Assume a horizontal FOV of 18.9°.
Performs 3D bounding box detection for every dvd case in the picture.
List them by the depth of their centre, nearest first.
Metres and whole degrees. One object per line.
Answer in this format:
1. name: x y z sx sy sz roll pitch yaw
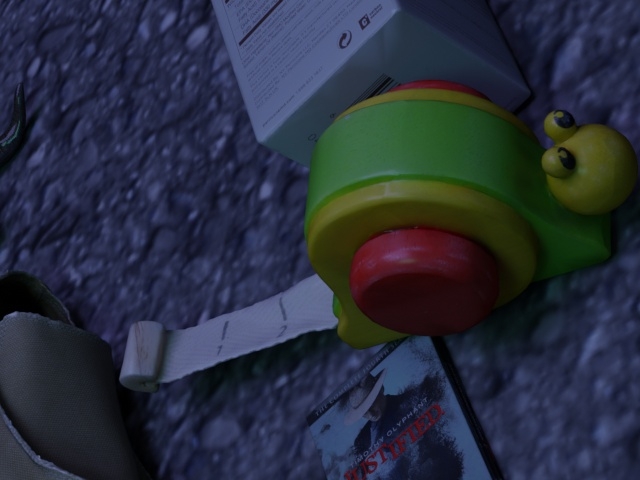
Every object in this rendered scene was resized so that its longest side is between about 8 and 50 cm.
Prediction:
1. dvd case: 0.040 0.104 0.929 0.087 0.013 0.119 -43 40 21

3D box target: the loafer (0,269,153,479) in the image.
1. loafer: -0.158 0.092 1.084 0.268 0.102 0.092 39 104 52

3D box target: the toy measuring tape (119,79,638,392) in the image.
1. toy measuring tape: 0.000 0.000 0.937 0.330 0.121 0.121 -19 54 34

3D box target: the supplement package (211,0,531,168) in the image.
1. supplement package: 0.017 -0.121 1.018 0.105 0.105 0.179 -43 41 24

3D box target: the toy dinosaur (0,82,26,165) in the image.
1. toy dinosaur: -0.319 0.009 1.302 0.160 0.121 0.313 33 97 38
